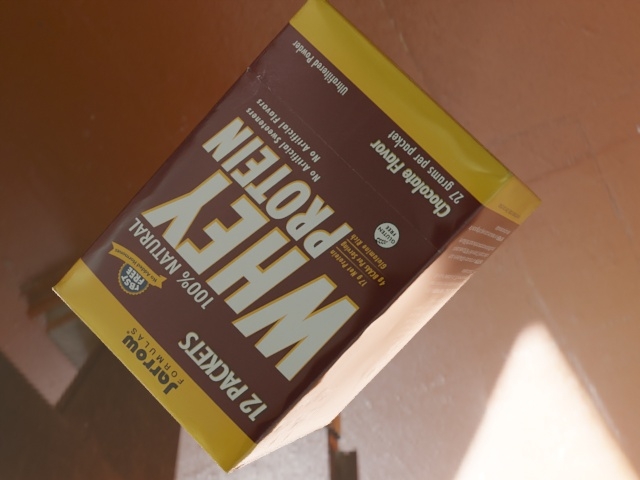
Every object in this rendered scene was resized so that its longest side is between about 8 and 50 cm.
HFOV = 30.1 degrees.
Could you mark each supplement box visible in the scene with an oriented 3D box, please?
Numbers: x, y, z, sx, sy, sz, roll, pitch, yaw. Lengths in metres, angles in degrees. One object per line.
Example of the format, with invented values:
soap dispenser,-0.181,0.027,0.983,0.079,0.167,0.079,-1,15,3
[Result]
supplement box,0.000,0.000,0.642,0.129,0.191,0.194,45,99,12
